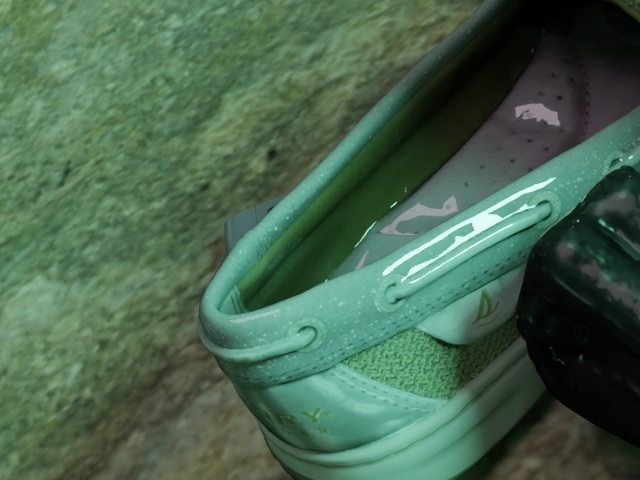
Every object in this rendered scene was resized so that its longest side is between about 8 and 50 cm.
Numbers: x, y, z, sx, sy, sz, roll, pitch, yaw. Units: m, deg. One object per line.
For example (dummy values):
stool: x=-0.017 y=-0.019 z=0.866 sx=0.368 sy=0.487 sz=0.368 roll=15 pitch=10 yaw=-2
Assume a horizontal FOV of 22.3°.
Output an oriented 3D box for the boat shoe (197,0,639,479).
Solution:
boat shoe: x=0.084 y=-0.051 z=0.581 sx=0.320 sy=0.103 sz=0.118 roll=-46 pitch=46 yaw=-15

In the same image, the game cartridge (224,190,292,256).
game cartridge: x=0.000 y=0.000 z=0.658 sx=0.083 sy=0.017 sz=0.056 roll=-22 pitch=48 yaw=14

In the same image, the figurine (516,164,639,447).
figurine: x=0.205 y=0.013 z=0.478 sx=0.215 sy=0.092 sz=0.209 roll=-45 pitch=52 yaw=-11
